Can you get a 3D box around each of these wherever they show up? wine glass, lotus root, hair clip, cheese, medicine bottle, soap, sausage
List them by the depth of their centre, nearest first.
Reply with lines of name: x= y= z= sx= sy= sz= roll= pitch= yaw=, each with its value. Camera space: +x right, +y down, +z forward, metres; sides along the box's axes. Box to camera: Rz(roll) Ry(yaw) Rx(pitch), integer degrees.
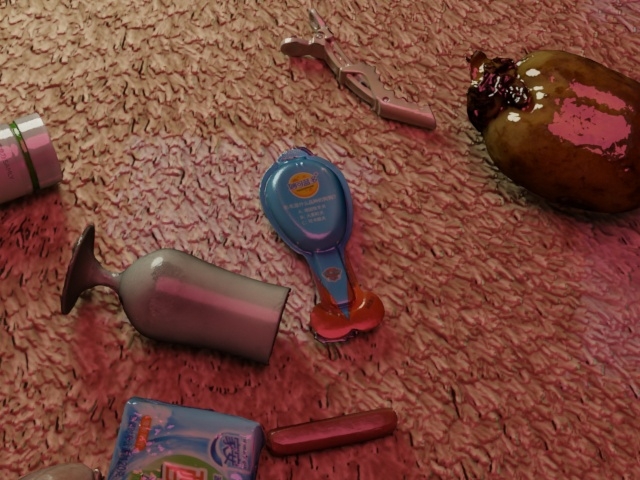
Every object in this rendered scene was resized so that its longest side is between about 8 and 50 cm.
soap: x=-0.147 y=0.288 z=1.312 sx=0.156 sy=0.077 sz=0.293 roll=9 pitch=60 yaw=0
sausage: x=0.011 y=0.202 z=1.401 sx=0.147 sy=0.030 sz=0.035 roll=-11 pitch=61 yaw=-11
wine glass: x=-0.153 y=0.062 z=1.428 sx=0.231 sy=0.103 sz=0.103 roll=15 pitch=60 yaw=0
medicine bottle: x=-0.391 y=-0.075 z=1.492 sx=0.183 sy=0.086 sz=0.086 roll=-22 pitch=65 yaw=-16
cheese: x=0.000 y=0.000 z=1.513 sx=0.106 sy=0.037 sz=0.256 roll=-13 pitch=64 yaw=-11
lotus root: x=0.305 y=-0.120 z=1.543 sx=0.314 sy=0.141 sz=0.169 roll=25 pitch=79 yaw=13
hair clip: x=0.045 y=-0.196 z=1.629 sx=0.072 sy=0.034 sz=0.226 roll=-41 pitch=73 yaw=-20

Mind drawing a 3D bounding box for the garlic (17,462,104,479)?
garlic: x=-0.283 y=0.287 z=1.287 sx=0.087 sy=0.101 sz=0.195 roll=25 pitch=62 yaw=11
